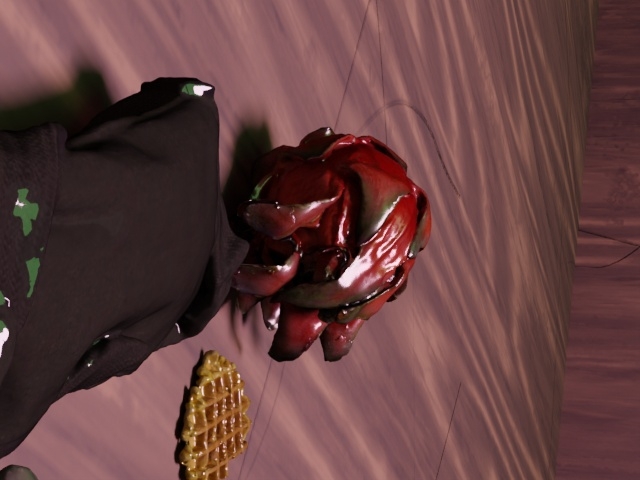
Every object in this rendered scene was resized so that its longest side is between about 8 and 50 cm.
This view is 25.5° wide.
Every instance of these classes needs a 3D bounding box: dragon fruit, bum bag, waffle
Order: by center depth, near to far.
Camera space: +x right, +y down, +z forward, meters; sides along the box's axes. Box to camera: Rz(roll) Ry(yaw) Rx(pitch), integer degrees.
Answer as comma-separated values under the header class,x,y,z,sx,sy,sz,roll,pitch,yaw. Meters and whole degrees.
class,x,y,z,sx,sy,sz,roll,pitch,yaw
bum bag,-0.103,0.003,0.579,0.326,0.079,0.142,-28,127,-75
waffle,-0.062,0.109,0.826,0.085,0.016,0.078,-69,151,-49
dragon fruit,0.003,-0.004,0.877,0.121,0.130,0.142,127,-22,-55

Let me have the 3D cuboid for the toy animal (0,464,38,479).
class,x,y,z,sx,sy,sz,roll,pitch,yaw
toy animal,-0.101,0.176,0.562,0.125,0.127,0.251,-49,140,-21
